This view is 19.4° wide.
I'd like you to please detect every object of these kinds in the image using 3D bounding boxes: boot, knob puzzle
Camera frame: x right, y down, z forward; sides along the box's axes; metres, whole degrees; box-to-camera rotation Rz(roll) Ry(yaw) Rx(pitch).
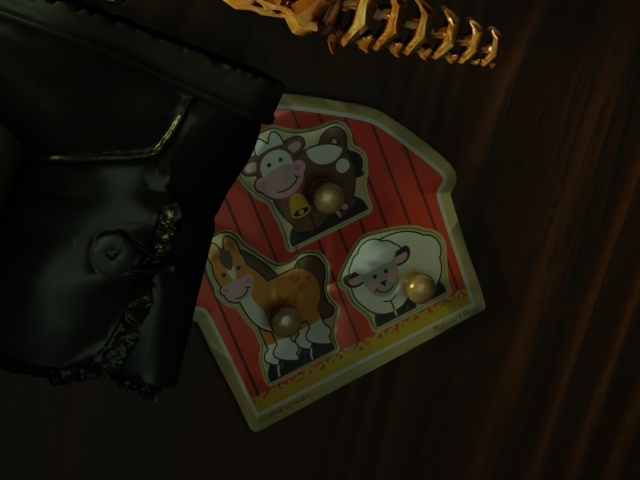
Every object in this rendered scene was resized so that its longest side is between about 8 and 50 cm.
[{"bbox_3d":[-0.157,-0.031,1.025,0.246,0.094,0.207,20,96,-28],"label":"boot"},{"bbox_3d":[0.000,0.000,1.129,0.213,0.030,0.213,-6,108,-18],"label":"knob puzzle"}]

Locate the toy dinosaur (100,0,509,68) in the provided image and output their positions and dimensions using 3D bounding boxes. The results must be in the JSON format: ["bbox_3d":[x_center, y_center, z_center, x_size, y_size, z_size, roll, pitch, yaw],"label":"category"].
[{"bbox_3d":[-0.041,-0.203,0.996,0.322,0.164,0.218,30,102,-29],"label":"toy dinosaur"}]
